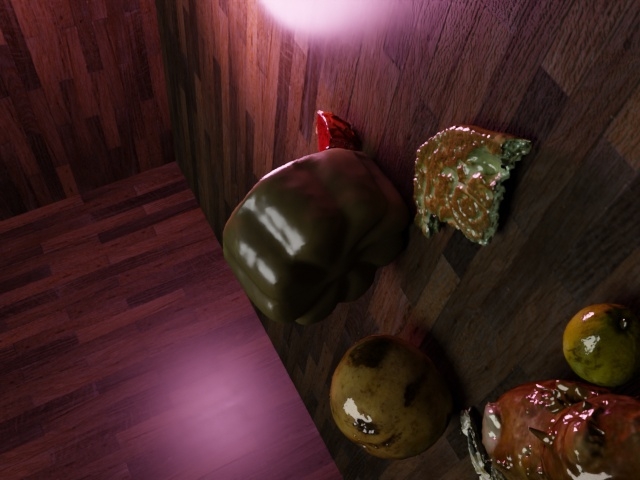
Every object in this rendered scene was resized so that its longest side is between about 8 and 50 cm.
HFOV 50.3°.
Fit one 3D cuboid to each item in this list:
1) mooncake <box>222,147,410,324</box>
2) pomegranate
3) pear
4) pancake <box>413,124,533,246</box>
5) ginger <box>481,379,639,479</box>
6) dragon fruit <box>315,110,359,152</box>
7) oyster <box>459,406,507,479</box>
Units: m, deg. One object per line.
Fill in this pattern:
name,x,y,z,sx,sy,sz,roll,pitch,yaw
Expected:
mooncake,0.000,0.000,1.379,0.201,0.378,0.378,53,157,24
pomegranate,0.149,0.345,1.510,0.281,0.281,0.281,54,157,35
pear,0.375,0.137,0.893,0.107,0.107,0.131,58,166,26
pancake,0.237,-0.085,1.109,0.197,0.054,0.376,67,163,5
ginger,0.345,0.275,0.922,0.418,0.254,0.176,-6,61,65
dragon fruit,0.035,-0.229,1.463,0.162,0.083,0.106,92,163,-69
oyster,0.343,0.446,1.441,0.106,0.061,0.200,-122,13,-85
